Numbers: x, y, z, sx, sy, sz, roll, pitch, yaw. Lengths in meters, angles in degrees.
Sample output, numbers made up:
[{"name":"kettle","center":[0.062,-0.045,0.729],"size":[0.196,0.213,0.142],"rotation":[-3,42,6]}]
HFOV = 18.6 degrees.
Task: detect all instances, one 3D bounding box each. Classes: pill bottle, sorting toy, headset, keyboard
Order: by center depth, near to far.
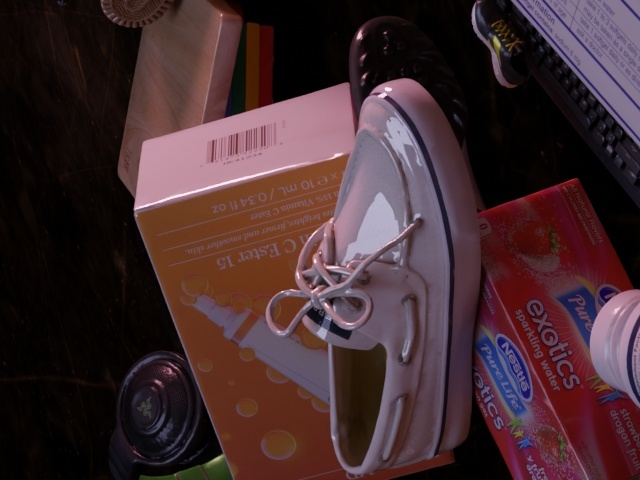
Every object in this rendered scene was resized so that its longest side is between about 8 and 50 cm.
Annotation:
[{"name":"pill bottle","center":[0.295,0.091,1.503],"size":[0.186,0.112,0.112],"rotation":[13,120,61]},{"name":"keyboard","center":[0.241,-0.131,1.547],"size":[0.317,0.033,0.201],"rotation":[54,150,28]},{"name":"sorting toy","center":[-0.124,-0.145,2.095],"size":[0.257,0.089,0.255],"rotation":[-132,51,-61]},{"name":"headset","center":[-0.097,0.191,2.211],"size":[0.185,0.243,0.394],"rotation":[54,145,31]}]

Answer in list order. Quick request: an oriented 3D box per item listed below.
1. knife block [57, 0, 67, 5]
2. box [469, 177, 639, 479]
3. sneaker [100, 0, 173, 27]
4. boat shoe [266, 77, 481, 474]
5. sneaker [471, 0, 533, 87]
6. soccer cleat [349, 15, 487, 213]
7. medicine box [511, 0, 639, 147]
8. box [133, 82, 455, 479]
[{"name":"knife block","center":[-0.218,-0.369,2.211],"size":[0.275,0.242,0.088],"rotation":[-21,50,27]},{"name":"box","center":[0.202,0.094,1.670],"size":[0.257,0.128,0.122],"rotation":[65,155,12]},{"name":"sneaker","center":[-0.144,-0.366,2.029],"size":[0.282,0.099,0.153],"rotation":[-48,32,32]},{"name":"boat shoe","center":[0.034,0.046,1.636],"size":[0.136,0.156,0.367],"rotation":[43,144,45]},{"name":"sneaker","center":[0.156,-0.168,1.641],"size":[0.035,0.031,0.083],"rotation":[5,125,61]},{"name":"soccer cleat","center":[0.095,-0.050,1.814],"size":[0.318,0.108,0.116],"rotation":[67,158,1]},{"name":"medicine box","center":[0.272,-0.209,1.292],"size":[0.263,0.149,0.289],"rotation":[54,150,30]},{"name":"box","center":[-0.021,0.058,1.872],"size":[0.168,0.215,0.345],"rotation":[-94,-13,-64]}]
